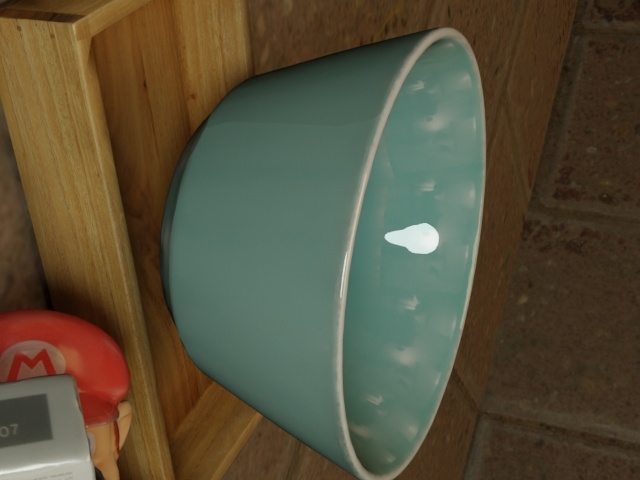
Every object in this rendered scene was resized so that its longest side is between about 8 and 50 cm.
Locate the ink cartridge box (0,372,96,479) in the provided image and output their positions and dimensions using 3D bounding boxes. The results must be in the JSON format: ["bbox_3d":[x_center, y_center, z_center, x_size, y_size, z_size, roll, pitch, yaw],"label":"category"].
[{"bbox_3d":[-0.203,0.168,0.476,0.232,0.189,0.066,101,-26,-45],"label":"ink cartridge box"}]

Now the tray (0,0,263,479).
[{"bbox_3d":[-0.114,0.000,0.740,0.203,0.076,0.410,-52,146,-51],"label":"tray"}]

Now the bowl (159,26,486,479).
[{"bbox_3d":[0.000,0.000,0.706,0.311,0.163,0.311,10,90,-69],"label":"bowl"}]

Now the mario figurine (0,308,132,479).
[{"bbox_3d":[-0.165,0.196,0.570,0.198,0.170,0.320,-28,126,-62],"label":"mario figurine"}]
